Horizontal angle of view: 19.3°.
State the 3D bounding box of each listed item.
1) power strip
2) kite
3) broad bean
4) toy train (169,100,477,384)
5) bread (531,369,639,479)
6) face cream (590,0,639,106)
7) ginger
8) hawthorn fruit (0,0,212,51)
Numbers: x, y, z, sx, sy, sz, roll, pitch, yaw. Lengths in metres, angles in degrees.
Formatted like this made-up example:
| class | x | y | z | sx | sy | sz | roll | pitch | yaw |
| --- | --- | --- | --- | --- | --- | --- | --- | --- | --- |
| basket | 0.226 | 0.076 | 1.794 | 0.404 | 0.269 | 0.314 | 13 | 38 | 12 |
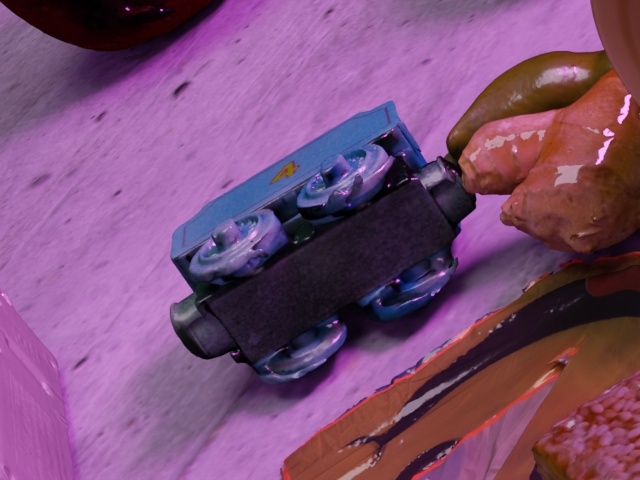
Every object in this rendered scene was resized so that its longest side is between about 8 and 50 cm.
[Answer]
| class | x | y | z | sx | sy | sz | roll | pitch | yaw |
| --- | --- | --- | --- | --- | --- | --- | --- | --- | --- |
| power strip | -0.205 | 0.118 | 1.194 | 0.058 | 0.098 | 0.338 | -35 | 25 | 5 |
| kite | 0.101 | 0.098 | 0.932 | 0.377 | 0.013 | 0.327 | -16 | 25 | 44 |
| broad bean | 0.158 | -0.098 | 1.191 | 0.213 | 0.048 | 0.070 | -32 | 52 | 17 |
| toy train | 0.000 | 0.000 | 1.156 | 0.198 | 0.107 | 0.154 | -31 | 18 | 8 |
| bread | 0.210 | 0.112 | 0.705 | 0.184 | 0.110 | 0.234 | -30 | 23 | -9 |
| face cream | 0.271 | -0.143 | 0.944 | 0.218 | 0.218 | 0.179 | 4 | 46 | 53 |
| ginger | 0.219 | -0.097 | 1.095 | 0.299 | 0.065 | 0.118 | -36 | 55 | -14 |
| hawthorn fruit | -0.196 | -0.315 | 1.739 | 0.316 | 0.316 | 0.316 | -27 | 26 | 15 |
